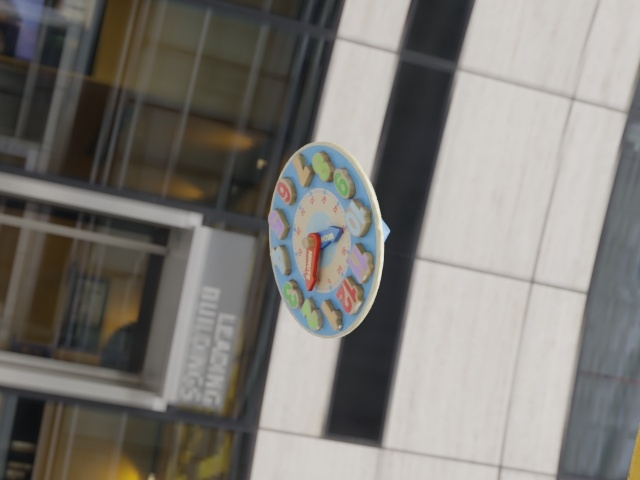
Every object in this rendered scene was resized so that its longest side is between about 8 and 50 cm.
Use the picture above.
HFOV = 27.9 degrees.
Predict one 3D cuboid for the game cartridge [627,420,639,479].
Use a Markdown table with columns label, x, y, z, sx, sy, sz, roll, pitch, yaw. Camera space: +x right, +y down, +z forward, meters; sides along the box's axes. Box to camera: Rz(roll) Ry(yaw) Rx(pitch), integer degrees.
| label | x | y | z | sx | sy | sz | roll | pitch | yaw |
| --- | --- | --- | --- | --- | --- | --- | --- | --- | --- |
| game cartridge | 0.388 | 0.306 | 1.182 | 0.285 | 0.052 | 0.324 | 43 | -41 | 48 |

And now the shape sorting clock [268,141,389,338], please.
| label | x | y | z | sx | sy | sz | roll | pitch | yaw |
| --- | --- | --- | --- | --- | --- | --- | --- | --- | --- |
| shape sorting clock | 0.000 | 0.000 | 1.347 | 0.206 | 0.040 | 0.206 | 12 | -75 | 52 |
